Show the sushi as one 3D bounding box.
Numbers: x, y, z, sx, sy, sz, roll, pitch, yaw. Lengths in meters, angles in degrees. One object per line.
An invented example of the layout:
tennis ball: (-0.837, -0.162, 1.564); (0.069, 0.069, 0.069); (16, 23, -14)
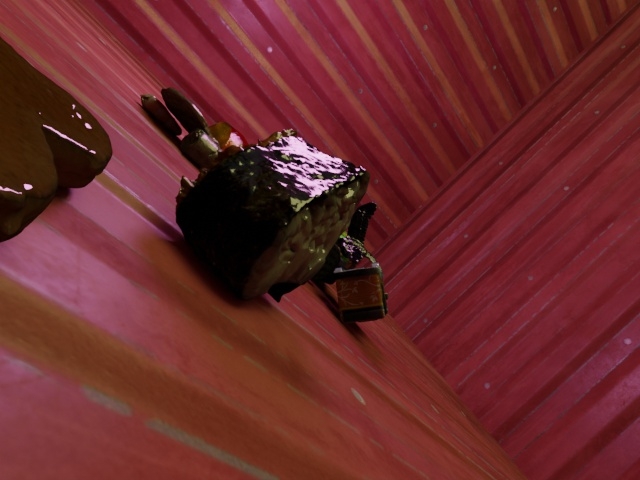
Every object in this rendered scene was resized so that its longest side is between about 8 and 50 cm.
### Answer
sushi: (-0.076, -0.038, 0.710); (0.207, 0.235, 0.348); (35, 28, 13)

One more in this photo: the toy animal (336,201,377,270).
toy animal: (0.086, 0.022, 1.410); (0.273, 0.196, 0.160); (-67, 144, -54)

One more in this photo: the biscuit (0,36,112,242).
biscuit: (-0.337, -0.175, 0.311); (0.394, 0.076, 0.368); (48, 2, -22)

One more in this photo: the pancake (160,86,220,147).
pancake: (-0.384, -0.357, 1.320); (0.222, 0.042, 0.236); (31, -18, 44)

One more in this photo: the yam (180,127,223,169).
yam: (-0.290, -0.210, 1.289); (0.259, 0.093, 0.093); (45, 3, -30)

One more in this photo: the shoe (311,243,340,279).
shoe: (-0.085, -0.007, 1.261); (0.336, 0.132, 0.171); (40, -3, -43)

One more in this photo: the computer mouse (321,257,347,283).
computer mouse: (0.000, 0.070, 1.488); (0.170, 0.100, 0.269); (46, 9, 6)

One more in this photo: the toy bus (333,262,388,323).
toy bus: (0.128, 0.160, 1.314); (0.275, 0.138, 0.167); (31, 50, -78)

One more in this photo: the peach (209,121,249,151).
peach: (-0.313, -0.297, 1.503); (0.159, 0.154, 0.267); (46, 2, -39)

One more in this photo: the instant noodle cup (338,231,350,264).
instant noodle cup: (0.000, 0.000, 1.703); (0.232, 0.207, 0.207); (38, 6, -26)

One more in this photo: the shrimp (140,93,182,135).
shrimp: (-0.489, -0.393, 1.363); (0.161, 0.049, 0.166); (48, 0, -31)
